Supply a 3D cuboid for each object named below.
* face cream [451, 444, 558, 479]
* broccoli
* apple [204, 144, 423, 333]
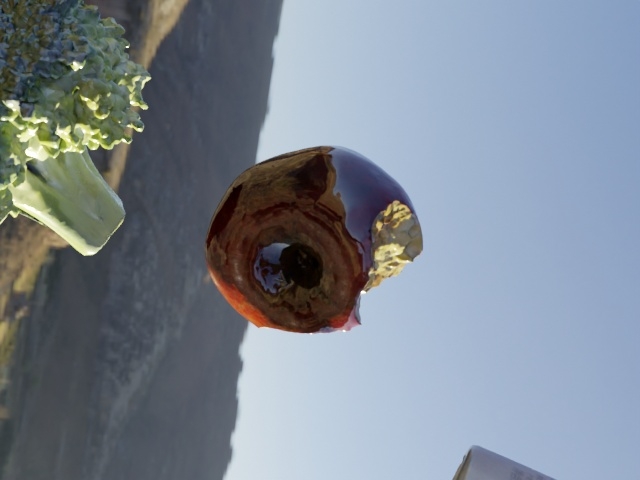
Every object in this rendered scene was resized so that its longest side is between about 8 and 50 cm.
[{"bbox_3d":[0.160,0.184,0.532,0.084,0.198,0.057,-50,162,-51],"label":"face cream"},{"bbox_3d":[-0.267,-0.095,0.863,0.243,0.247,0.263,58,29,-36],"label":"broccoli"},{"bbox_3d":[-0.004,-0.006,0.769,0.156,0.147,0.158,-47,178,24],"label":"apple"}]
